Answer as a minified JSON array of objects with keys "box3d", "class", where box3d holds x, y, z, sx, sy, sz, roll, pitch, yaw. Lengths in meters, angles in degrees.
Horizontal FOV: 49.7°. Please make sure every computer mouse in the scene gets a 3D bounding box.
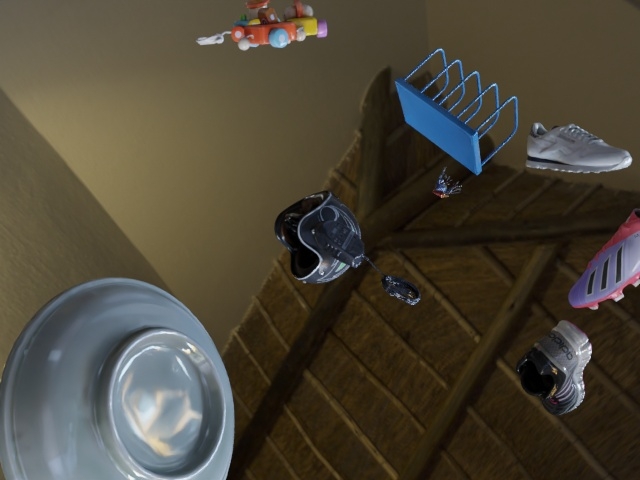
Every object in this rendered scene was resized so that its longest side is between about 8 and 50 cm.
[{"box3d":[0.085,0.046,1.300,0.242,0.041,0.071,39,-142,-1],"class":"computer mouse"}]

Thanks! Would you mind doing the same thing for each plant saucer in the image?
[{"box3d":[-0.241,0.237,0.969,0.100,0.400,0.400,-20,-129,34],"class":"plant saucer"}]

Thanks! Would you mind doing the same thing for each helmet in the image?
[{"box3d":[0.000,0.000,1.400,0.169,0.161,0.169,-26,-161,10],"class":"helmet"}]

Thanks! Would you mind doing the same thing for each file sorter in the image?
[{"box3d":[0.225,-0.216,1.131,0.104,0.118,0.170,-43,-119,-7],"class":"file sorter"}]

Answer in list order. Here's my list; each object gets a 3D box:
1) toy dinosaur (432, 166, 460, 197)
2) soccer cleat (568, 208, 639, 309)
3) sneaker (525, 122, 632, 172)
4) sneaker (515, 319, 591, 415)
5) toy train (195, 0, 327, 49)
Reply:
[{"box3d":[0.220,-0.088,1.241,0.047,0.090,0.082,46,-133,13],"class":"toy dinosaur"},{"box3d":[0.455,0.011,1.011,0.095,0.248,0.083,50,-144,4],"class":"soccer cleat"},{"box3d":[0.513,-0.187,1.394,0.090,0.095,0.235,-5,-167,-36],"class":"sneaker"},{"box3d":[0.265,0.161,0.809,0.074,0.170,0.063,-27,-128,-10],"class":"sneaker"},{"box3d":[-0.066,-0.243,0.766,0.125,0.046,0.166,-19,-155,-33],"class":"toy train"}]
